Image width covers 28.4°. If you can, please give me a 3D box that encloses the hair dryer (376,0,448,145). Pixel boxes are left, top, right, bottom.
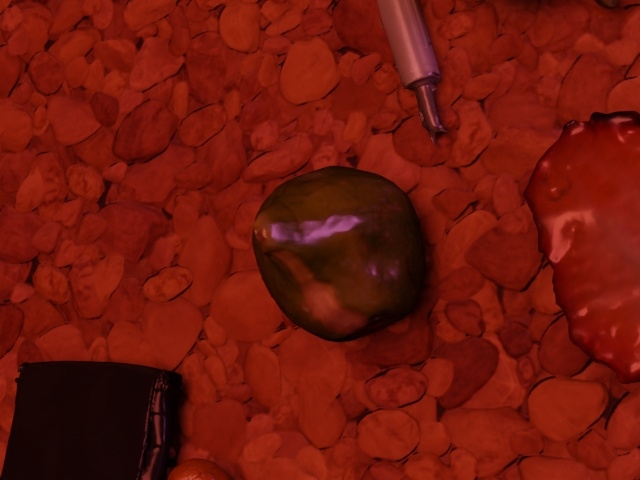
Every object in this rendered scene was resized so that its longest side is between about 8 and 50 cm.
[{"bbox_3d":[0.081,-0.278,1.523,0.173,0.107,0.357,-21,76,23],"label":"hair dryer"}]

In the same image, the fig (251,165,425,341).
[{"bbox_3d":[0.000,0.000,1.387,0.206,0.275,0.206,-7,74,25],"label":"fig"}]

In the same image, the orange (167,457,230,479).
[{"bbox_3d":[-0.143,0.300,1.500,0.083,0.070,0.083,-1,84,12],"label":"orange"}]

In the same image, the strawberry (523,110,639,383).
[{"bbox_3d":[0.363,0.008,1.298,0.265,0.149,0.336,-52,52,14],"label":"strawberry"}]

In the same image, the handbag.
[{"bbox_3d":[-0.287,0.264,1.579,0.246,0.080,0.223,0,71,28],"label":"handbag"}]

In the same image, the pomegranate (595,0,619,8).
[{"bbox_3d":[0.244,-0.361,1.415,0.263,0.211,0.211,35,95,-7],"label":"pomegranate"}]
